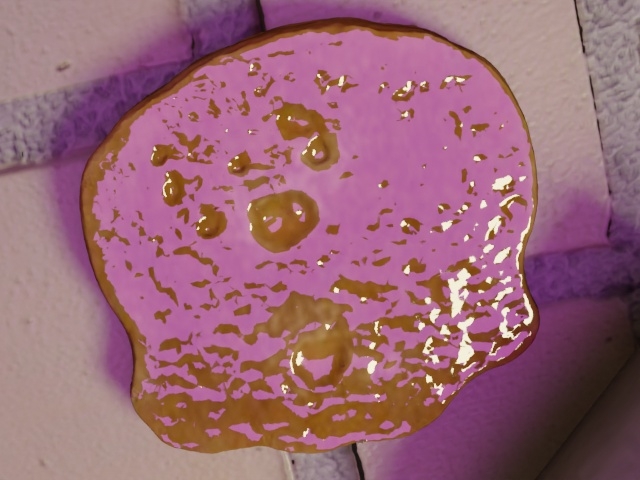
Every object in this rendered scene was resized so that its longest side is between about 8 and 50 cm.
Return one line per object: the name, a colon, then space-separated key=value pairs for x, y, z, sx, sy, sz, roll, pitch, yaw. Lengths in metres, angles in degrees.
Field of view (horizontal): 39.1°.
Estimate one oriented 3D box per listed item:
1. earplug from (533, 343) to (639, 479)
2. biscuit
earplug: x=0.314 y=0.259 z=0.695 sx=0.312 sy=0.312 sz=0.394 roll=36 pitch=95 yaw=-6
biscuit: x=0.000 y=0.000 z=0.773 sx=0.385 sy=0.062 sz=0.365 roll=-12 pitch=99 yaw=-1
